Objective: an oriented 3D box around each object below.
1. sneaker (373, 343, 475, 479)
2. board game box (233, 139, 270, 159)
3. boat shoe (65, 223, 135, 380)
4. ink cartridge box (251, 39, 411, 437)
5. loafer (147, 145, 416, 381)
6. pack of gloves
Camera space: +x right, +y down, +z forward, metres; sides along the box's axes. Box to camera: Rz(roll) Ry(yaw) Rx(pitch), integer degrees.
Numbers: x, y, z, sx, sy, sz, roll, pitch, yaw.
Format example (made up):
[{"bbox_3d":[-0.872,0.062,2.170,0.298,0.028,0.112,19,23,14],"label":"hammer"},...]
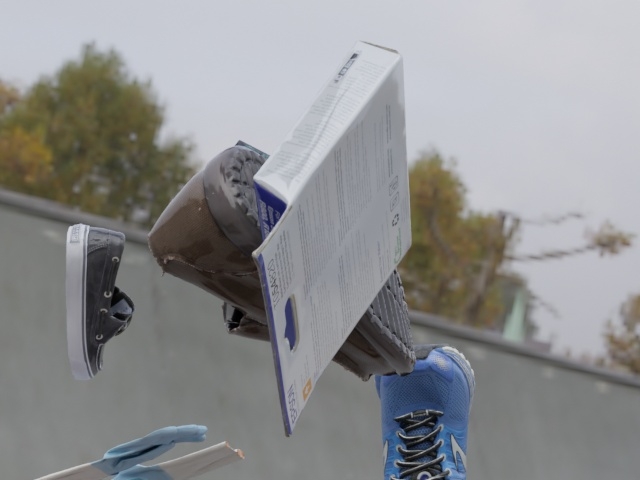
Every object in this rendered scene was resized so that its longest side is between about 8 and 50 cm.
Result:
[{"bbox_3d":[0.137,0.265,1.970,0.130,0.147,0.330,-6,-52,5],"label":"sneaker"},{"bbox_3d":[-0.023,-0.010,1.608,0.186,0.126,0.026,28,39,5],"label":"board game box"},{"bbox_3d":[-0.249,0.073,1.795,0.076,0.228,0.080,2,38,-5],"label":"boat shoe"},{"bbox_3d":[0.000,0.000,1.199,0.045,0.224,0.223,19,-38,21],"label":"ink cartridge box"},{"bbox_3d":[-0.031,0.033,1.460,0.130,0.134,0.366,-23,-39,22],"label":"loafer"},{"bbox_3d":[-0.231,0.266,1.923,0.232,0.046,0.195,-21,-25,6],"label":"pack of gloves"}]
